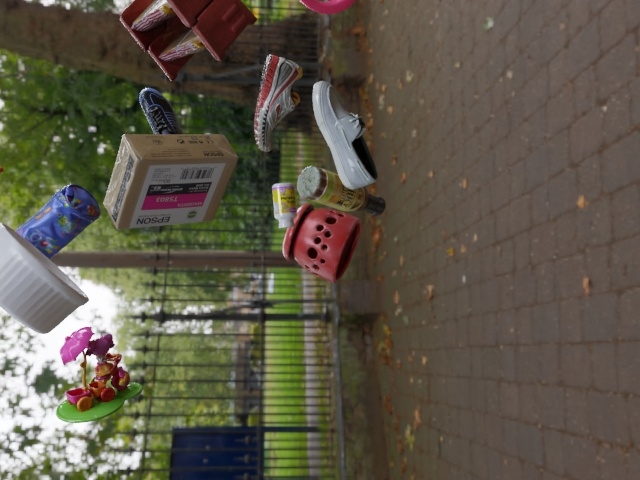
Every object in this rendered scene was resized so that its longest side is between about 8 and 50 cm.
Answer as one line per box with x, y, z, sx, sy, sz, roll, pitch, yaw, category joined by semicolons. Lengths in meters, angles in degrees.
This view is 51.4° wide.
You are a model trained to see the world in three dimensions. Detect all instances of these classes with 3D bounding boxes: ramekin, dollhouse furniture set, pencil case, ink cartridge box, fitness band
-0.707;0.100;1.599;0.135;0.277;0.277;-49;-6;-13;ramekin
-0.176;-0.494;1.244;0.201;0.152;0.374;3;52;53;dollhouse furniture set
-0.762;-0.031;1.851;0.133;0.306;0.119;42;-162;-44;pencil case
-0.315;-0.126;1.404;0.088;0.234;0.193;54;134;30;ink cartridge box
0.035;-0.720;1.671;0.291;0.208;0.054;-66;32;20;fitness band

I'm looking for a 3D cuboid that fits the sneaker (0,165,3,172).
-1.097;-0.246;2.125;0.064;0.175;0.068;-56;-23;-63;sneaker

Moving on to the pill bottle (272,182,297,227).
-0.067;-0.066;1.264;0.043;0.043;0.083;167;98;-86;pill bottle

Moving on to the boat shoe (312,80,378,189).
0.057;-0.211;1.307;0.079;0.081;0.228;-50;-56;-51;boat shoe

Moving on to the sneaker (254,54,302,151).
-0.096;-0.295;1.483;0.088;0.092;0.225;-97;20;-52;sneaker

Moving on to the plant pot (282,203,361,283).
0.000;0.000;1.811;0.191;0.174;0.191;22;-90;-80;plant pot

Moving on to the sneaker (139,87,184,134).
-0.467;-0.348;1.989;0.232;0.081;0.090;58;-174;-17;sneaker

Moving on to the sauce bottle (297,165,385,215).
0.081;-0.153;2.188;0.111;0.344;0.112;-14;71;44;sauce bottle

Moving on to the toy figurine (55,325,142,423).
-0.435;0.242;1.287;0.130;0.173;0.159;11;110;46;toy figurine
